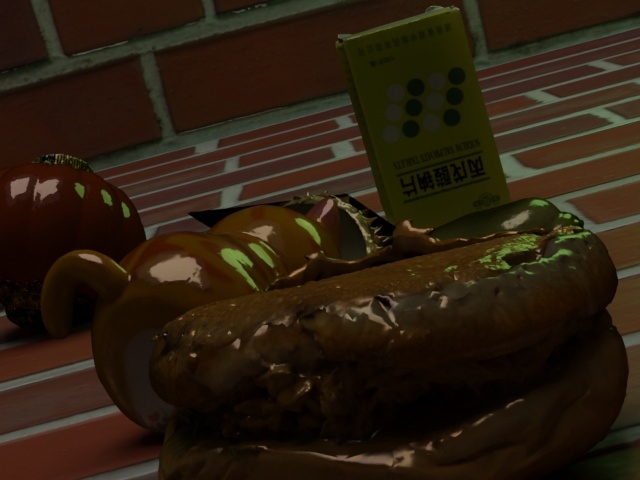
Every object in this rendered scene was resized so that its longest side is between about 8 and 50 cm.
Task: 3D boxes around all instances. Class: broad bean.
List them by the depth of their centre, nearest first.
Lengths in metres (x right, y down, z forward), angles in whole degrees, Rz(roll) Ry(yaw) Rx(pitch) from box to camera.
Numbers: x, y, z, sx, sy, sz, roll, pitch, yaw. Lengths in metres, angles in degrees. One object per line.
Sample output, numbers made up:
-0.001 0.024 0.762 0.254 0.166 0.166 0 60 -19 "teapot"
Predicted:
0.162 0.004 1.574 0.124 0.082 0.174 -26 15 -40 "broad bean"

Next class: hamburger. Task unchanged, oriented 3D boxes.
0.049 0.081 1.075 0.318 0.158 0.318 -15 9 2 "hamburger"

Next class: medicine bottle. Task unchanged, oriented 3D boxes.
0.117 -0.130 1.929 0.137 0.250 0.141 -17 7 -3 "medicine bottle"

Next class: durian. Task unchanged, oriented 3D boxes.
-0.006 0.035 1.615 0.252 0.144 0.139 -1 38 38 "durian"

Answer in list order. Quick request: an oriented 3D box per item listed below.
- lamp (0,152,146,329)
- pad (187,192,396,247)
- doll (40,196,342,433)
-0.310 0.002 1.972 0.223 0.196 0.223 5 -22 2 "lamp"
0.000 0.000 1.745 0.170 0.006 0.245 33 -25 -35 "pad"
-0.079 0.059 1.420 0.166 0.162 0.269 -26 -8 29 "doll"
